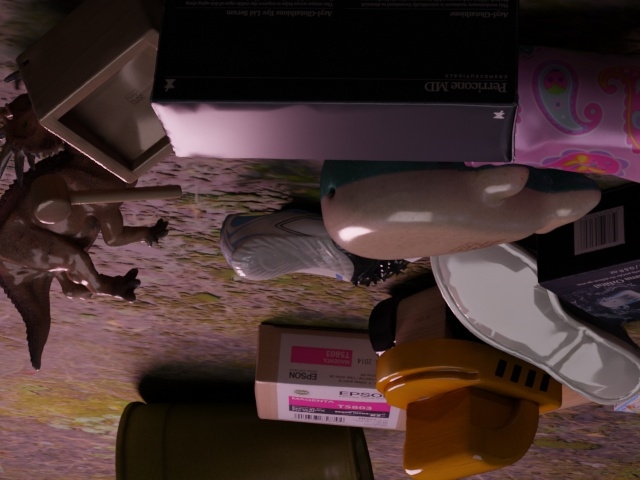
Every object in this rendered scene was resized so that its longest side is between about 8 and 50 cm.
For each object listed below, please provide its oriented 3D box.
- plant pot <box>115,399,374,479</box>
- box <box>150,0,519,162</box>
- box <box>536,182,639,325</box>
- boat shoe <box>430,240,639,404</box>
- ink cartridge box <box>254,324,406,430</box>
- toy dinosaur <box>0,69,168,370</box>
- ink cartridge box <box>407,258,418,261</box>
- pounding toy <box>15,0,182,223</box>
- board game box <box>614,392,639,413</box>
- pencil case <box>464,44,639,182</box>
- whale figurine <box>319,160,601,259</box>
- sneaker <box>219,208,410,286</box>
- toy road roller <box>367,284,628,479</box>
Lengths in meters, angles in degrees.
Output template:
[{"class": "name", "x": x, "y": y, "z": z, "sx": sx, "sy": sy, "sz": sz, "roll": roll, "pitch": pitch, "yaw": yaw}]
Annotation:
[{"class": "plant pot", "x": -0.097, "y": 0.404, "z": 2.209, "sx": 0.353, "sy": 0.366, "sz": 0.366, "roll": -11, "pitch": 154, "yaw": 7}, {"class": "box", "x": 0.018, "y": -0.160, "z": 1.053, "sx": 0.261, "sy": 0.184, "sz": 0.103, "roll": 2, "pitch": 156, "yaw": 7}, {"class": "box", "x": 0.340, "y": 0.016, "z": 1.513, "sx": 0.156, "sy": 0.093, "sz": 0.158, "roll": -16, "pitch": 150, "yaw": 39}, {"class": "boat shoe", "x": 0.248, "y": 0.071, "z": 1.625, "sx": 0.319, "sy": 0.099, "sz": 0.116, "roll": 36, "pitch": 117, "yaw": -19}, {"class": "ink cartridge box", "x": 0.027, "y": 0.197, "z": 1.986, "sx": 0.235, "sy": 0.088, "sz": 0.193, "roll": 4, "pitch": 158, "yaw": 2}, {"class": "toy dinosaur", "x": -0.264, "y": -0.034, "z": 1.360, "sx": 0.200, "sy": 0.295, "sz": 0.127, "roll": 23, "pitch": -170, "yaw": -31}, {"class": "ink cartridge box", "x": 0.103, "y": -0.028, "z": 1.504, "sx": 0.088, "sy": 0.052, "sz": 0.122, "roll": 19, "pitch": 151, "yaw": -29}, {"class": "pounding toy", "x": -0.184, "y": -0.109, "z": 1.234, "sx": 0.206, "sy": 0.094, "sz": 0.181, "roll": -36, "pitch": 143, "yaw": 13}, {"class": "board game box", "x": 0.503, "y": 0.220, "z": 2.030, "sx": 0.103, "sy": 0.026, "sz": 0.154, "roll": 9, "pitch": 156, "yaw": -10}, {"class": "pencil case", "x": 0.258, "y": -0.106, "z": 1.176, "sx": 0.284, "sy": 0.124, "sz": 0.124, "roll": 9, "pitch": 158, "yaw": 15}, {"class": "whale figurine", "x": 0.130, "y": -0.062, "z": 1.341, "sx": 0.272, "sy": 0.141, "sz": 0.216, "roll": -1, "pitch": 167, "yaw": -24}, {"class": "sneaker", "x": 0.000, "y": 0.000, "z": 1.577, "sx": 0.237, "sy": 0.086, "sz": 0.085, "roll": 3, "pitch": 132, "yaw": -27}, {"class": "toy road roller", "x": 0.216, "y": 0.189, "z": 1.743, "sx": 0.329, "sy": 0.240, "sz": 0.202, "roll": 21, "pitch": 152, "yaw": -33}]
